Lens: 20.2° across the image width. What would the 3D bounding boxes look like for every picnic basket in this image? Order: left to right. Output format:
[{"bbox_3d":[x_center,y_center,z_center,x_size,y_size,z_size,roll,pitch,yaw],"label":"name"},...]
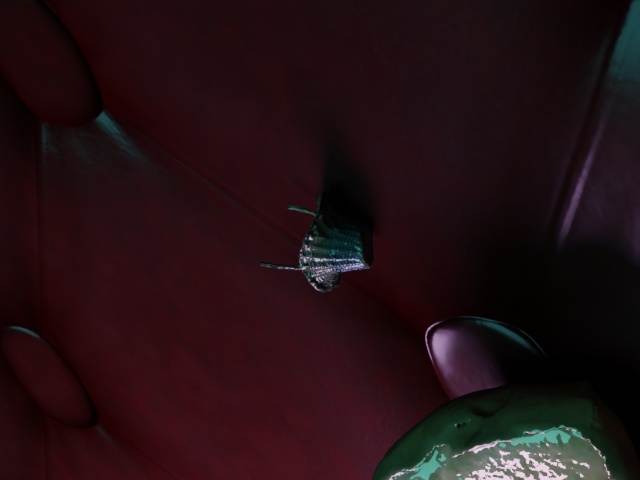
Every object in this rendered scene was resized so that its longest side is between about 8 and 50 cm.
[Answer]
[{"bbox_3d":[0.000,0.000,1.379,0.083,0.065,0.083,3,140,21],"label":"picnic basket"}]

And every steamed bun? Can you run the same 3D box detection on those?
[{"bbox_3d":[0.145,0.176,1.346,0.212,0.110,0.231,8,130,23],"label":"steamed bun"}]
